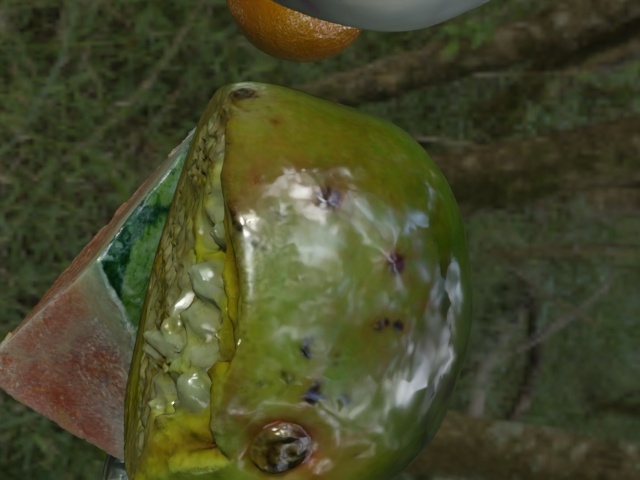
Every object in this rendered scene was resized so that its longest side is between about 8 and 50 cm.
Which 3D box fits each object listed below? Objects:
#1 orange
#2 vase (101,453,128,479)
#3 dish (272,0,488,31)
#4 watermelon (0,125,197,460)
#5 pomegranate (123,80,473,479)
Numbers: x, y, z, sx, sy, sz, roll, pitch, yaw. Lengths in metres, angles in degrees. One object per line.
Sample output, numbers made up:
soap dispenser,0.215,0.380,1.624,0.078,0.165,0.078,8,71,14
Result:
orange,-0.026,-0.328,1.827,0.206,0.206,0.206,-6,98,-56
vase,-0.127,0.226,1.356,0.149,0.081,0.081,14,78,-11
dish,0.010,-0.235,0.883,0.117,0.256,0.256,-40,125,-43
watermelon,-0.162,0.042,1.230,0.213,0.201,0.261,-58,150,-55
pomegranate,-0.008,0.033,1.016,0.358,0.216,0.309,-89,-166,-57
